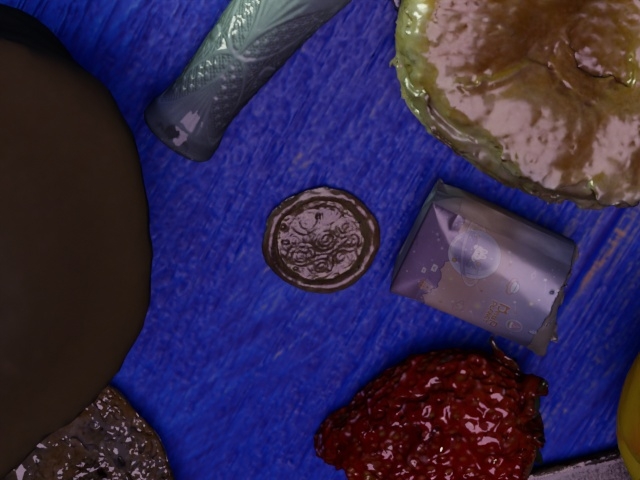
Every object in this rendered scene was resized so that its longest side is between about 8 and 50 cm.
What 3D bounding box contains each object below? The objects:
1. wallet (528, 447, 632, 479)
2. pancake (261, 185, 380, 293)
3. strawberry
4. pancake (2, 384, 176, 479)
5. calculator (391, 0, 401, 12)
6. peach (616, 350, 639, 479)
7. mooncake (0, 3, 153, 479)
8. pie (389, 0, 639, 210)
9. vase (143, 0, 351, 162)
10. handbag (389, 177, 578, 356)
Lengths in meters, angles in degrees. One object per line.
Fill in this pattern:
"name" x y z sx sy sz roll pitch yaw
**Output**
"wallet" 0.232 0.282 1.712 0.232 0.031 0.122 -15 105 3
"pancake" 0.000 0.000 1.619 0.115 0.011 0.115 -1 108 -2
"strawberry" 0.102 0.182 1.629 0.228 0.098 0.174 2 120 6
"pancake" -0.312 0.294 1.640 0.386 0.082 0.387 0 89 -13
"calculator" 0.184 -0.275 1.514 0.274 0.028 0.166 -29 104 8
"peach" 0.437 0.159 1.546 0.308 0.289 0.289 -39 107 -15
"mooncake" -0.383 -0.010 1.433 0.467 0.262 0.467 -7 109 -21
"pie" 0.233 -0.185 1.483 0.339 0.083 0.339 0 103 1
"vase" -0.067 -0.172 1.517 0.096 0.096 0.219 37 109 -12
"handbag" 0.162 0.026 1.592 0.173 0.095 0.117 24 122 -2
